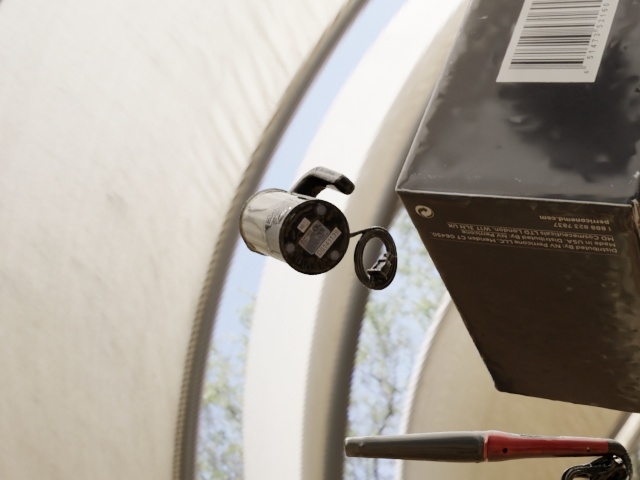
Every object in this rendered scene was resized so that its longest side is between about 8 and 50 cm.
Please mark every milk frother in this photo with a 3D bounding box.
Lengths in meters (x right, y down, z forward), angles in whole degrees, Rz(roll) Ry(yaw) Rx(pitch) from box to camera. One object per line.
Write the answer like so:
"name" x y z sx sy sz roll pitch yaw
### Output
"milk frother" 0.000 0.000 1.249 0.129 0.135 0.143 -35 -70 -14

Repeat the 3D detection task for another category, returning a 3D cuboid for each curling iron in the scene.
"curling iron" 0.158 0.201 0.998 0.035 0.274 0.068 109 168 -61

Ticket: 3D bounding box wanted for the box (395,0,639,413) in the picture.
"box" 0.221 -0.058 0.886 0.294 0.183 0.296 58 -134 -45
